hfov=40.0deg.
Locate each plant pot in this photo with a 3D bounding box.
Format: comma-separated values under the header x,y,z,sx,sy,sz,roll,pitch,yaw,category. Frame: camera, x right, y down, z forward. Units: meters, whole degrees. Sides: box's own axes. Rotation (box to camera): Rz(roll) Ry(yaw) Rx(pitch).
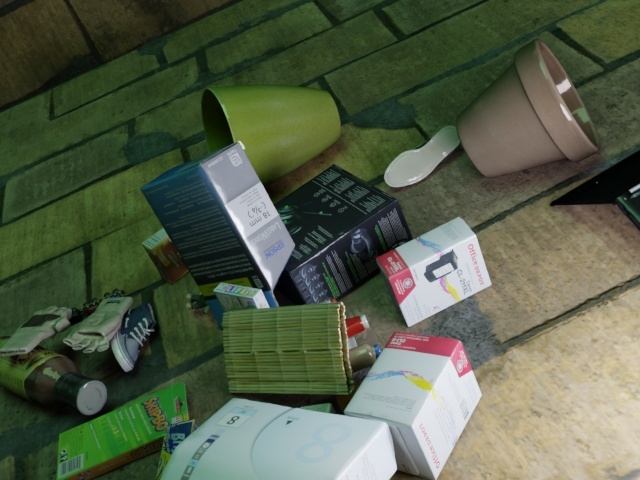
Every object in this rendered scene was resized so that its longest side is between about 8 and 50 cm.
x,y,z,sx,sy,sz,roll,pitch,yaw,category
0.409,-0.247,1.810,0.229,0.263,0.263,-28,29,26,plant pot
-0.110,-0.271,2.169,0.294,0.274,0.275,-16,30,-19,plant pot

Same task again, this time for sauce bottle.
x,y,z,sx,sy,sz,roll,pitch,yaw,category
-0.559,0.277,1.786,0.344,0.111,0.111,10,46,39,sauce bottle

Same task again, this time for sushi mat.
x,y,z,sx,sy,sz,roll,pitch,yaw,category
-0.066,0.190,1.523,0.019,0.151,0.317,-2,-5,-44,sushi mat

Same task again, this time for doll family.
x,y,z,sx,sy,sz,roll,pitch,yaw,category
-0.218,0.067,1.861,0.111,0.076,0.193,-18,64,45,doll family

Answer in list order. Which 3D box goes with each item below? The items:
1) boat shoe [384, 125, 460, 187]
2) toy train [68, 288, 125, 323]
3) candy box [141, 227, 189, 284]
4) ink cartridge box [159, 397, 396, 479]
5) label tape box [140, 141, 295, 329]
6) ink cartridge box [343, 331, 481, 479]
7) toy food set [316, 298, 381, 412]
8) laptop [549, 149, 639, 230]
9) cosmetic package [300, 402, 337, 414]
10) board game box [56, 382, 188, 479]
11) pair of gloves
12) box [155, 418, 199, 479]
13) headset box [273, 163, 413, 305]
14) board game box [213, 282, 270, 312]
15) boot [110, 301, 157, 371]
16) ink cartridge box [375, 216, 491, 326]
x,y,z,sx,sy,sz,roll,pitch,yaw,category
0.231,-0.180,1.988,0.206,0.075,0.065,-36,-9,-8,boat shoe
-0.518,0.152,2.008,0.158,0.027,0.036,-24,36,1,toy train
-0.302,0.000,2.010,0.187,0.109,0.053,-39,36,-20,candy box
-0.121,0.370,1.227,0.308,0.091,0.385,1,24,38,ink cartridge box
-0.175,0.000,1.692,0.106,0.333,0.241,-37,16,-35,label tape box
0.144,0.251,1.354,0.127,0.128,0.176,4,42,37,ink cartridge box
0.050,0.177,1.536,0.105,0.111,0.232,-22,35,2,toy food set
0.694,-0.069,1.557,0.382,0.236,0.408,-30,62,-8,laptop
-0.011,0.323,1.431,0.060,0.041,0.115,-11,36,21,cosmetic package
-0.359,0.355,1.615,0.259,0.039,0.124,-26,34,3,board game box
-0.523,0.185,1.821,0.240,0.042,0.204,-8,20,7,pair of gloves
-0.235,0.384,1.473,0.054,0.059,0.169,-15,34,10,box
0.000,0.000,1.797,0.283,0.131,0.246,-35,35,-16,headset box
-0.128,0.151,1.644,0.103,0.154,0.026,7,42,38,board game box
-0.385,0.193,1.826,0.086,0.069,0.190,-28,31,-1,boot
0.206,0.056,1.590,0.175,0.127,0.072,-27,34,-3,ink cartridge box
